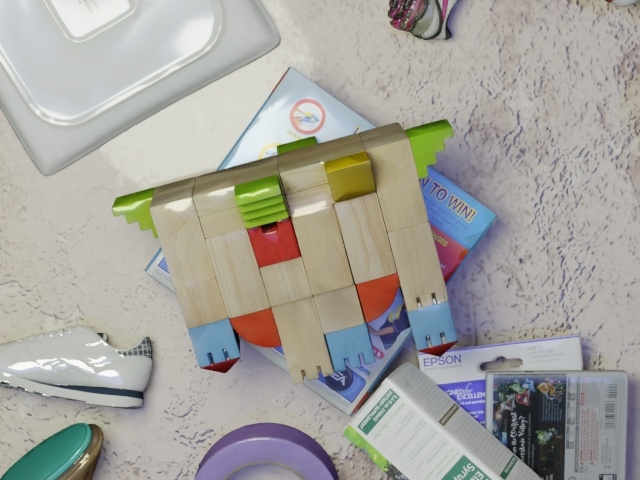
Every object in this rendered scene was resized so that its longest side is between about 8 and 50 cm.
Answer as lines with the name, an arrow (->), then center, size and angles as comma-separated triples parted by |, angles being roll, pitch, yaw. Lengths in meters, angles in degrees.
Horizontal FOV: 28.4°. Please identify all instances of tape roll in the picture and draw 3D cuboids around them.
tape roll -> -0.068, 0.326, 1.571 | 0.189, 0.080, 0.189 | 0, 95, -1

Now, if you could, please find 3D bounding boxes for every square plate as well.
square plate -> -0.276, -0.298, 1.494 | 0.344, 0.049, 0.347 | -29, 106, 5

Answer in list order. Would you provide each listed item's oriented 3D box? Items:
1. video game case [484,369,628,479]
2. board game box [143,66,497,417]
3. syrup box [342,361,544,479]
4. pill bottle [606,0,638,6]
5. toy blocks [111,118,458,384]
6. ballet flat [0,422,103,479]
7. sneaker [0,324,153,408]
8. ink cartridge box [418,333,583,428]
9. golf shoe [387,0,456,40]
video game case -> 0.287, 0.253, 1.550 | 0.173, 0.022, 0.190 | 0, 98, -2
board game box -> 0.000, 0.000, 1.536 | 0.308, 0.086, 0.302 | 36, 94, -3
syrup box -> 0.152, 0.263, 1.504 | 0.237, 0.096, 0.093 | 42, 110, 10
pill bottle -> 0.335, -0.350, 1.485 | 0.216, 0.121, 0.121 | 27, 95, -3
toy blocks -> -0.015, 0.035, 1.424 | 0.381, 0.191, 0.261 | -15, 107, 1
ballet flat -> -0.383, 0.356, 1.568 | 0.342, 0.116, 0.124 | -35, 115, 3
sneaker -> -0.325, 0.147, 1.561 | 0.235, 0.090, 0.095 | 10, 83, -5
ink cartridge box -> 0.231, 0.225, 1.578 | 0.206, 0.045, 0.208 | -6, 98, 1
golf shoe -> 0.145, -0.333, 1.523 | 0.086, 0.067, 0.186 | 15, 95, -28
